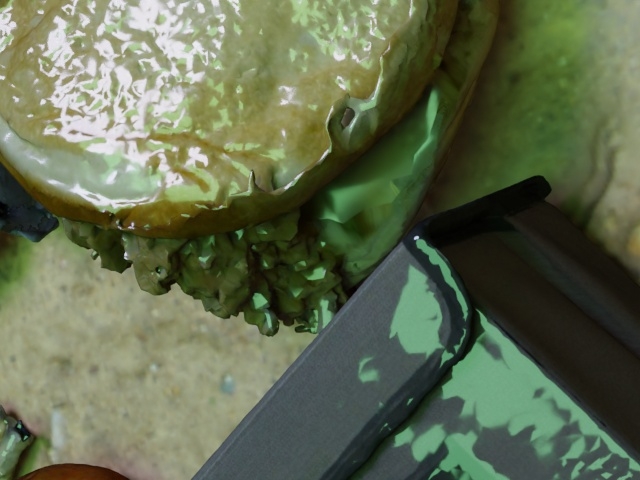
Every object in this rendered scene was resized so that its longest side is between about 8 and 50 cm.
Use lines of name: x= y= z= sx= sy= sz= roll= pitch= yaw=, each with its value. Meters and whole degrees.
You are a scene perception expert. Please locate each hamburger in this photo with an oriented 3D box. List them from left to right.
hamburger: x=-0.037 y=-0.097 z=0.699 sx=0.243 sy=0.146 sz=0.286 roll=-21 pitch=75 yaw=21

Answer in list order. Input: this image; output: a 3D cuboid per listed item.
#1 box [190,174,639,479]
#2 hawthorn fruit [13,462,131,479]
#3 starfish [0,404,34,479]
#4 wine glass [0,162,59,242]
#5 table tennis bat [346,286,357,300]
box: x=0.045 y=0.117 z=0.648 sx=0.153 sy=0.188 sz=0.252 roll=44 pitch=112 yaw=11
hawthorn fruit: x=-0.141 y=0.160 z=0.826 sx=0.093 sy=0.081 sz=0.081 roll=15 pitch=103 yaw=16
starfish: x=-0.305 y=0.245 z=0.888 sx=0.432 sy=0.082 sz=0.324 roll=8 pitch=82 yaw=2
wine glass: x=-0.223 y=0.007 z=0.864 sx=0.155 sy=0.072 sz=0.072 roll=-35 pitch=79 yaw=29
table tennis bat: x=0.000 y=0.000 z=0.765 sx=0.098 sy=0.019 sz=0.154 roll=-24 pitch=81 yaw=29
